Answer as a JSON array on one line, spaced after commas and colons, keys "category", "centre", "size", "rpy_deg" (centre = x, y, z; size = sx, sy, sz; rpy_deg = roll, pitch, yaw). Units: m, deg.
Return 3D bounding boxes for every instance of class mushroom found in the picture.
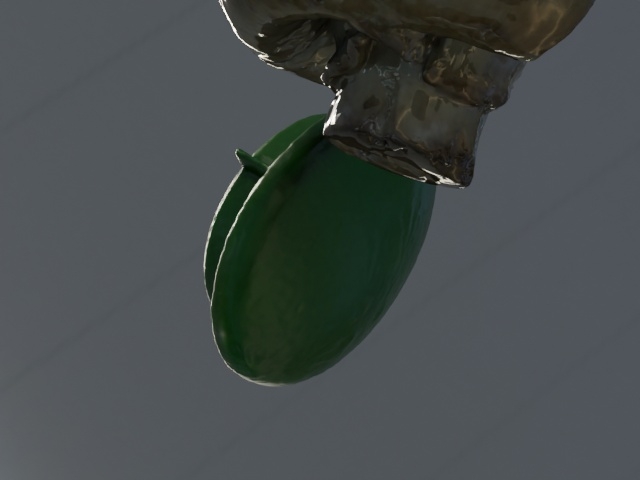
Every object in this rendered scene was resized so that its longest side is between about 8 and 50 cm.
[{"category": "mushroom", "centre": [0.028, -0.144, 0.974], "size": [0.189, 0.254, 0.195], "rpy_deg": [18, -99, -11]}]

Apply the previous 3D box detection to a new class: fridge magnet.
[{"category": "fridge magnet", "centre": [0.000, 0.000, 1.186], "size": [0.208, 0.088, 0.208], "rpy_deg": [-35, -38, -33]}]
